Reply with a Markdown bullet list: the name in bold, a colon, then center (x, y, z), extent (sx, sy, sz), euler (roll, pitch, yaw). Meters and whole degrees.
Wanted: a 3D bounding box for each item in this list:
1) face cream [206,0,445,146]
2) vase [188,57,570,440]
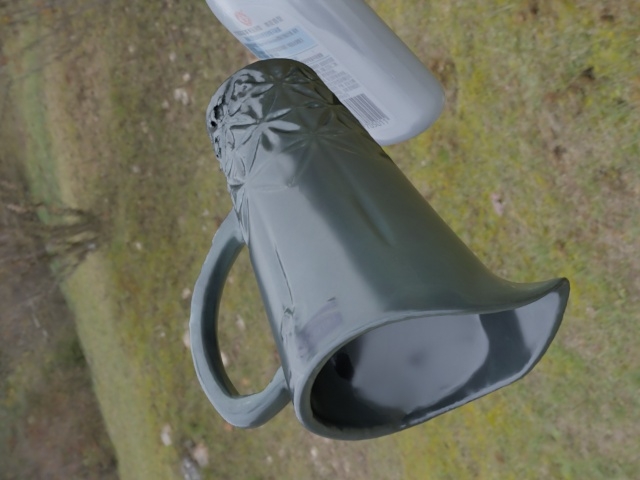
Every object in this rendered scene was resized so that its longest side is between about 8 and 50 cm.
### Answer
- **face cream**: center (-0.032, -0.219, 0.876), extent (0.336, 0.080, 0.163), euler (41, 161, -26)
- **vase**: center (0.000, 0.000, 0.673), extent (0.156, 0.251, 0.301), euler (43, -166, -51)
